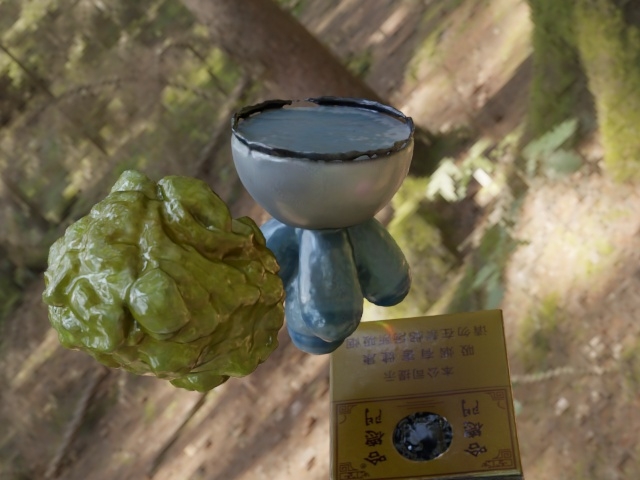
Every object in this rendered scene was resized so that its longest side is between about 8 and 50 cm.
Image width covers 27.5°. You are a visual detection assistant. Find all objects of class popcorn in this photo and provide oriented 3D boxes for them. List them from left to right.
[{"bbox_3d":[-0.174,0.041,1.427,0.250,0.242,0.235,8,-71,-59],"label":"popcorn"}]

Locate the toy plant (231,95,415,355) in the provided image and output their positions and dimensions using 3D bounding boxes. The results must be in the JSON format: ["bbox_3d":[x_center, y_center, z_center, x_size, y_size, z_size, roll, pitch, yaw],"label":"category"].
[{"bbox_3d":[0.000,0.000,1.662,0.247,0.247,0.332,-61,-26,-62],"label":"toy plant"}]

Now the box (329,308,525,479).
[{"bbox_3d":[0.146,0.292,1.794,0.264,0.116,0.415,-4,45,6],"label":"box"}]
